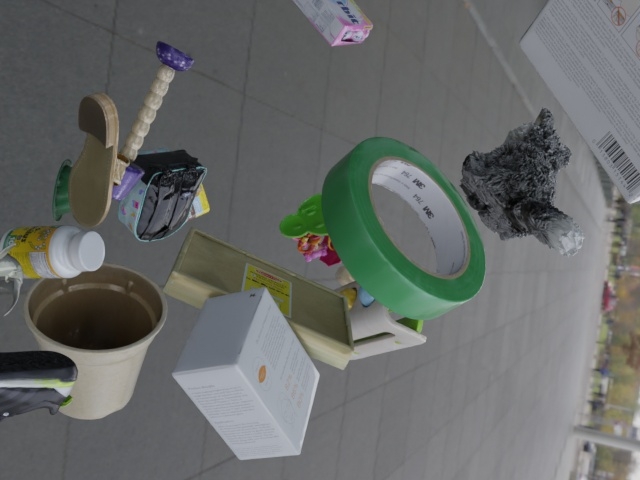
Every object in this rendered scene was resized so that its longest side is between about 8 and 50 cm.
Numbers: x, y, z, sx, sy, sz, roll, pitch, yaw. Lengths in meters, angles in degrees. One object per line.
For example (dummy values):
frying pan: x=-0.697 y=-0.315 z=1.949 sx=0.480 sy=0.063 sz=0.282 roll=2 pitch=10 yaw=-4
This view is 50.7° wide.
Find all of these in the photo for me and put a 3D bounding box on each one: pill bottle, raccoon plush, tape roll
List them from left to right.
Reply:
pill bottle: x=-0.589 y=0.025 z=1.491 sx=0.117 sy=0.208 sz=0.118 roll=-1 pitch=90 yaw=-71
tape roll: x=0.148 y=-0.025 z=1.160 sx=0.321 sy=0.077 sz=0.321 roll=25 pitch=46 yaw=-29
raccoon plush: x=0.547 y=-0.128 z=1.592 sx=0.299 sy=0.446 sz=0.216 roll=-34 pitch=132 yaw=-6

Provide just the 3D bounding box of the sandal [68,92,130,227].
sandal: x=-0.321 y=-0.122 z=1.031 sx=0.079 sy=0.088 sz=0.240 roll=-35 pitch=155 yaw=-46

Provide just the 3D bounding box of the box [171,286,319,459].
box: x=-0.085 y=0.167 z=0.840 sx=0.170 sy=0.091 sz=0.130 roll=62 pitch=28 yaw=-31

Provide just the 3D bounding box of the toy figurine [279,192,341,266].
toy figurine: x=0.000 y=0.000 z=1.533 sx=0.173 sy=0.130 sz=0.159 roll=-24 pitch=138 yaw=-13

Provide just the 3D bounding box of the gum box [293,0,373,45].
gum box: x=0.024 y=-0.522 z=1.526 sx=0.107 sy=0.188 sz=0.062 roll=-22 pitch=160 yaw=-46

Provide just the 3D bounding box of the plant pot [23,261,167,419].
plant pot: x=-0.575 y=0.274 z=1.725 sx=0.334 sy=0.333 sz=0.305 roll=-46 pitch=157 yaw=-53

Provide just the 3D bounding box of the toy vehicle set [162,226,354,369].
toy vehicle set: x=-0.081 y=0.077 z=0.963 sx=0.035 sy=0.266 sz=0.166 roll=-62 pitch=-169 yaw=18

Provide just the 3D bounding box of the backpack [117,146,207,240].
backpack: x=-0.351 y=-0.099 z=1.435 sx=0.166 sy=0.144 sz=0.188 roll=-22 pitch=137 yaw=-51

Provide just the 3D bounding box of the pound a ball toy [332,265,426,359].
pound a ball toy: x=0.089 y=0.109 z=1.353 sx=0.135 sy=0.319 sz=0.208 roll=29 pitch=63 yaw=-21

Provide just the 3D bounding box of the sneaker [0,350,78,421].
sneaker: x=-0.437 y=0.206 z=0.910 sx=0.234 sy=0.084 sz=0.097 roll=13 pitch=100 yaw=-45

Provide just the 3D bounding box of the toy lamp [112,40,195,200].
toy lamp: x=-0.304 y=-0.199 z=1.159 sx=0.275 sy=0.080 sz=0.080 roll=-62 pitch=156 yaw=4

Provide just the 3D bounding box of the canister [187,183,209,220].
canister: x=-0.399 y=-0.100 z=1.840 sx=0.170 sy=0.073 sz=0.126 roll=-28 pitch=116 yaw=-29

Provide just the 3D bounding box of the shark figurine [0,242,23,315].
shark figurine: x=-0.651 y=0.045 z=1.330 sx=0.166 sy=0.116 sz=0.278 roll=-45 pitch=169 yaw=-3

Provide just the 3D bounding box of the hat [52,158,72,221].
hat: x=-0.641 y=-0.136 z=1.917 sx=0.173 sy=0.183 sz=0.209 roll=-96 pitch=-160 yaw=-62

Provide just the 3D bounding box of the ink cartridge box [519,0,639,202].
ink cartridge box: x=0.411 y=-0.238 z=0.870 sx=0.066 sy=0.296 sz=0.261 roll=-18 pitch=159 yaw=-22
